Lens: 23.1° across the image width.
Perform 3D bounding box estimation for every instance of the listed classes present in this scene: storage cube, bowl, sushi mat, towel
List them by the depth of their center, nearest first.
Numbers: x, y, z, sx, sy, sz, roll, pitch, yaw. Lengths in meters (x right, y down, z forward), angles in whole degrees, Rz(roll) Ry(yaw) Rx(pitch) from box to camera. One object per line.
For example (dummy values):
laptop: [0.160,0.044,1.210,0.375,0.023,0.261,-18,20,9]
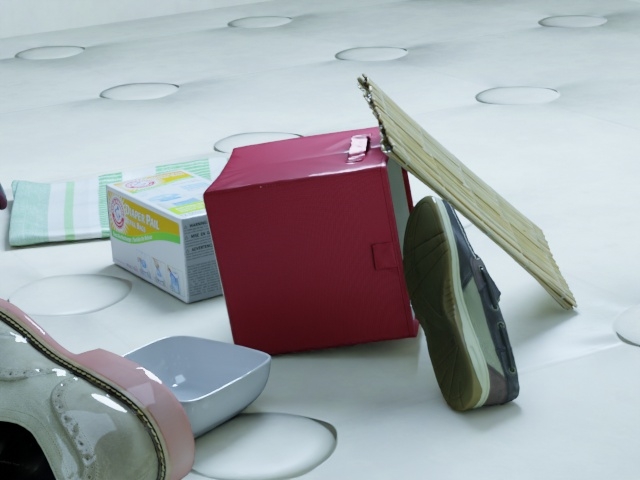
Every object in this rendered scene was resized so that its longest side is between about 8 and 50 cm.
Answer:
bowl: [-0.131,0.142,1.486,0.142,0.053,0.142,10,23,34]
storage cube: [0.000,0.000,1.661,0.193,0.215,0.184,-7,18,9]
sushi mat: [0.157,-0.051,1.674,0.019,0.316,0.151,-40,33,19]
towel: [-0.262,-0.057,2.151,0.324,0.038,0.248,-6,19,-8]

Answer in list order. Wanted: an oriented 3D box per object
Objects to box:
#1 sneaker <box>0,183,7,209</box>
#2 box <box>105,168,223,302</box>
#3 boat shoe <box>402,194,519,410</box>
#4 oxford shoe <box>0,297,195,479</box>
sneaker: [-0.490,-0.069,2.144,0.106,0.162,0.281,-31,-11,-10]
box: [-0.163,-0.009,1.876,0.114,0.103,0.203,-13,20,-30]
boat shoe: [0.138,0.061,1.517,0.073,0.224,0.080,6,-33,-30]
oxford shoe: [-0.296,0.146,1.374,0.397,0.141,0.146,10,29,40]
